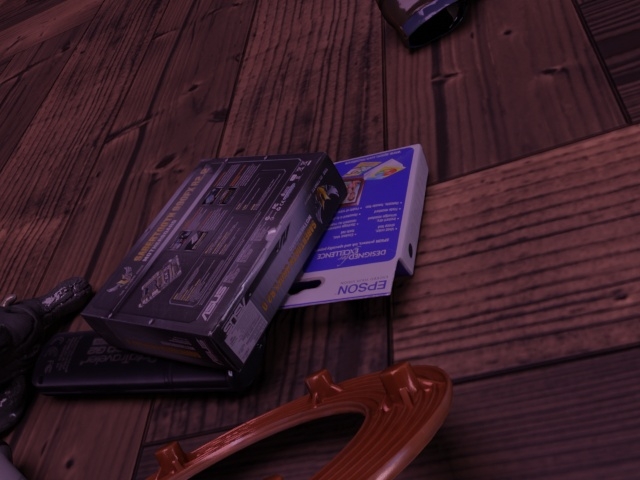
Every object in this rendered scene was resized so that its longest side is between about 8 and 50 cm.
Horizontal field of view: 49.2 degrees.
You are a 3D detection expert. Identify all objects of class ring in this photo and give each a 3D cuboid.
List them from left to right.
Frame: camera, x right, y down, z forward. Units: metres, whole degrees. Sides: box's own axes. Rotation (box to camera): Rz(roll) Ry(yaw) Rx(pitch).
[{"bbox_3d":[-0.072,0.154,0.450,0.337,0.032,0.336,-26,-2,-1],"label":"ring"}]

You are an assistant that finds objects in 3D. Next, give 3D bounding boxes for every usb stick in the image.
[{"bbox_3d":[-0.182,0.122,0.712,0.278,0.045,0.077,-7,51,28],"label":"usb stick"}]

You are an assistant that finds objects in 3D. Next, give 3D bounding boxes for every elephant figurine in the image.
[{"bbox_3d":[-0.385,0.129,0.768,0.240,0.169,0.185,-14,69,-2],"label":"elephant figurine"}]

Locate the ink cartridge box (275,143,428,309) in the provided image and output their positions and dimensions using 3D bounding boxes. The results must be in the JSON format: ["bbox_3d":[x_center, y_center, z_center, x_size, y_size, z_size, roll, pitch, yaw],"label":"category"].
[{"bbox_3d":[0.000,0.000,0.719,0.207,0.045,0.208,-9,42,27],"label":"ink cartridge box"}]

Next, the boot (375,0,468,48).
[{"bbox_3d":[0.191,-0.333,0.949,0.219,0.082,0.106,-20,62,9],"label":"boot"}]

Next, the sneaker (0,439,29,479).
[{"bbox_3d":[-0.259,0.257,0.594,0.108,0.100,0.271,-4,18,-28],"label":"sneaker"}]

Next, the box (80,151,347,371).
[{"bbox_3d":[-0.102,0.010,0.696,0.183,0.056,0.231,1,48,37],"label":"box"}]
